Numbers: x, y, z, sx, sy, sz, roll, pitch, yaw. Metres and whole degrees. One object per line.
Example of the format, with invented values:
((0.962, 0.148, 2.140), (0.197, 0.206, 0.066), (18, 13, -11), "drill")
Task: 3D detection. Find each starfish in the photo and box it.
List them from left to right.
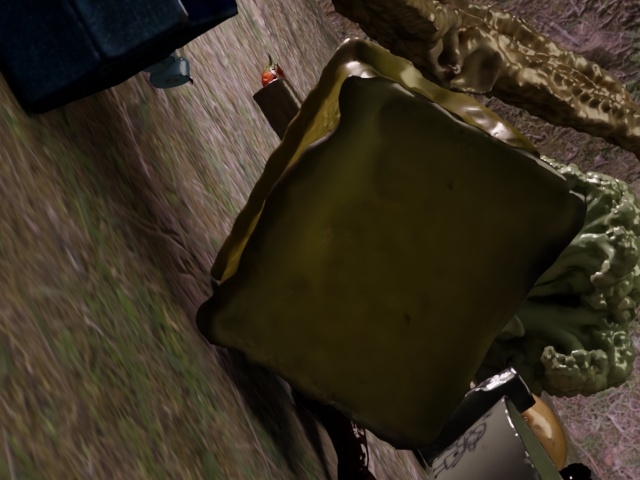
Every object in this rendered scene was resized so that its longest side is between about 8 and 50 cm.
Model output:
((0.052, -0.175, 1.144), (0.432, 0.082, 0.324), (13, 34, -54), "starfish")

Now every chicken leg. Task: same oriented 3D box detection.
((0.012, 0.105, 1.256), (0.205, 0.053, 0.093), (-80, 154, -73), "chicken leg")

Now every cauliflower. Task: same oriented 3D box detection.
((0.193, 0.068, 1.850), (0.260, 0.327, 0.281), (33, 47, 2), "cauliflower")

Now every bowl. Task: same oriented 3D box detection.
((0.146, 0.233, 1.411), (0.211, 0.112, 0.211), (60, 7, -12), "bowl")

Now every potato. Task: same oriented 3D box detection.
((0.176, 0.201, 1.779), (0.178, 0.118, 0.109), (80, 27, -68), "potato")

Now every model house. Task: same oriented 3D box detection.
((0.027, -0.017, 1.156), (0.174, 0.193, 0.234), (27, 13, -17), "model house")

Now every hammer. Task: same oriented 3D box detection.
((0.048, 0.019, 1.631), (0.365, 0.111, 0.043), (58, 0, 4), "hammer")

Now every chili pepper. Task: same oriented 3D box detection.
((-0.021, -0.122, 1.996), (0.178, 0.027, 0.045), (58, 12, -17), "chili pepper")

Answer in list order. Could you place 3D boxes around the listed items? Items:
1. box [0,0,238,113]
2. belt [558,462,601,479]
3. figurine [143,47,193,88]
((-0.165, -0.224, 1.061), (0.279, 0.116, 0.261), (61, 6, -6), "box")
((0.253, 0.330, 1.569), (0.289, 0.164, 0.184), (63, 16, 18), "belt")
((-0.120, -0.236, 1.382), (0.205, 0.103, 0.260), (26, 48, -62), "figurine")
